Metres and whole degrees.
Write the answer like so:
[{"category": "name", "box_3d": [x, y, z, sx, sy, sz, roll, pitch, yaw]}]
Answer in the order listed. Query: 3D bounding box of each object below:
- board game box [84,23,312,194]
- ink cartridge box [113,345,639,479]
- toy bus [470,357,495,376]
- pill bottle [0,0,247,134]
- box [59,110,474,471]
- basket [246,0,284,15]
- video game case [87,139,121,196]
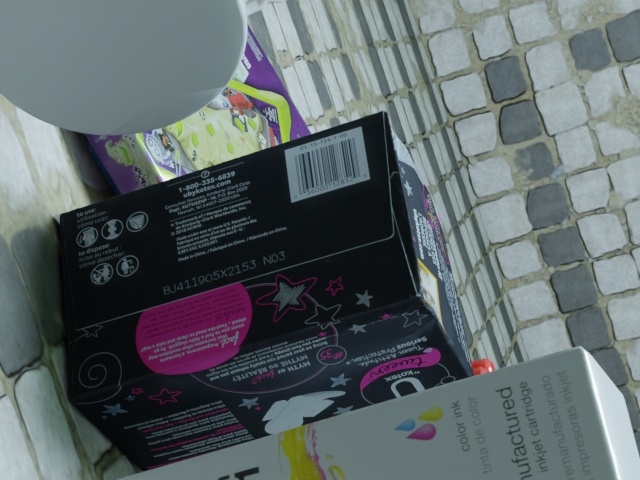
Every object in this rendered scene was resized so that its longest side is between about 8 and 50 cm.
[{"category": "board game box", "box_3d": [-0.060, -0.030, 1.453, 0.347, 0.056, 0.208, 60, 31, -10]}, {"category": "ink cartridge box", "box_3d": [0.050, 0.216, 1.084, 0.131, 0.306, 0.226, 45, 30, -66]}, {"category": "toy bus", "box_3d": [0.060, 0.153, 1.622, 0.220, 0.211, 0.149, -46, 116, -78]}, {"category": "pill bottle", "box_3d": [-0.148, -0.274, 1.270, 0.229, 0.229, 0.408, 59, 17, -45]}, {"category": "box", "box_3d": [-0.037, 0.041, 1.260, 0.142, 0.247, 0.163, 58, 19, -52]}, {"category": "basket", "box_3d": [-0.050, -0.434, 1.725, 0.266, 0.328, 0.331, -96, 163, -57]}, {"category": "video game case", "box_3d": [-0.153, -0.086, 1.482, 0.166, 0.015, 0.119, -93, 160, -49]}]
